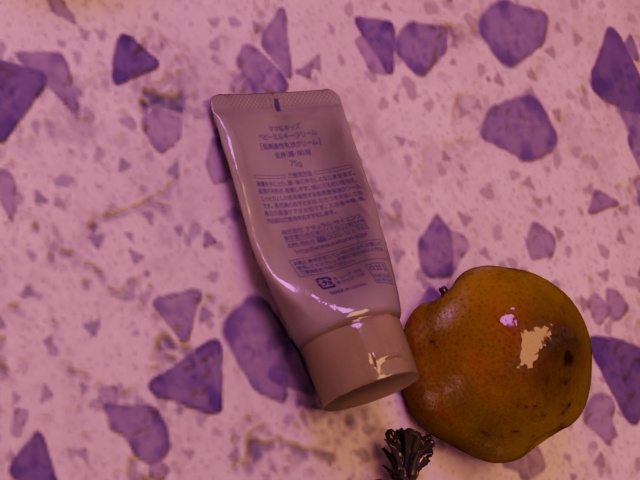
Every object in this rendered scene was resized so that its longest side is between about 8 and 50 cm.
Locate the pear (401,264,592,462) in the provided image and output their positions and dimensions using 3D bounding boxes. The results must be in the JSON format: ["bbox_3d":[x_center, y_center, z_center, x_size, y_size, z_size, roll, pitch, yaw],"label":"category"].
[{"bbox_3d":[0.133,0.084,1.253,0.141,0.104,0.141,12,67,-32],"label":"pear"}]

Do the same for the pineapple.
[{"bbox_3d":[0.062,0.183,1.201,0.058,0.058,0.124,22,65,-31],"label":"pineapple"}]

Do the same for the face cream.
[{"bbox_3d":[0.000,0.000,1.210,0.114,0.070,0.224,-7,70,-39],"label":"face cream"}]
